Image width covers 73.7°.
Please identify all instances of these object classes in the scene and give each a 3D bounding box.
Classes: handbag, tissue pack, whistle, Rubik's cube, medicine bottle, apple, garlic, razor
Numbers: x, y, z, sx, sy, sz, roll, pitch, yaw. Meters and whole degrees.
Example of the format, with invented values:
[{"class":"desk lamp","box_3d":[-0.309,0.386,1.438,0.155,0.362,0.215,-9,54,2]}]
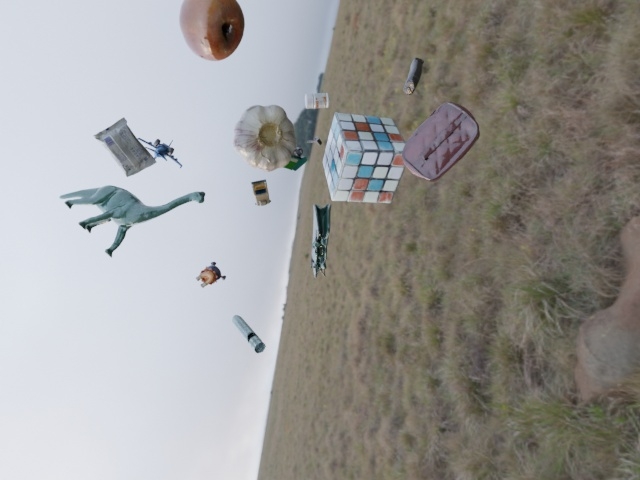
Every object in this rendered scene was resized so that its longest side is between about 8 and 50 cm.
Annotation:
[{"class":"handbag","box_3d":[0.343,-0.275,1.220,0.225,0.146,0.135,-47,-10,18]},{"class":"tissue pack","box_3d":[-0.700,-0.329,1.540,0.026,0.123,0.193,38,161,49]},{"class":"handbag","box_3d":[-0.001,-0.001,2.107,0.238,0.090,0.326,-91,5,-46]},{"class":"whistle","box_3d":[-0.370,0.468,2.160,0.312,0.062,0.062,29,113,53]},{"class":"Rubik's cube","box_3d":[0.167,-0.320,1.675,0.258,0.254,0.256,107,159,-44]},{"class":"medicine bottle","box_3d":[-0.013,-0.542,1.658,0.057,0.089,0.057,175,90,-82]},{"class":"apple","box_3d":[-0.415,-0.814,1.606,0.253,0.254,0.253,-170,90,-87]},{"class":"garlic","box_3d":[-0.213,-0.378,1.610,0.253,0.245,0.244,-169,88,-73]},{"class":"razor","box_3d":[0.397,-0.698,1.813,0.090,0.054,0.147,115,175,-67]}]

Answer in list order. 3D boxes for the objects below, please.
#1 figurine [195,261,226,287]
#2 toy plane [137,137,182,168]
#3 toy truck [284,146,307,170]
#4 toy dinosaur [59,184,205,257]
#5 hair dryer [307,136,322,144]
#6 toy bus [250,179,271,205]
[{"class":"figurine","box_3d":[-0.541,0.178,2.113,0.111,0.102,0.195,60,176,-7]},{"class":"toy plane","box_3d":[-0.834,-0.475,2.260,0.105,0.254,0.271,-53,15,17]},{"class":"toy truck","box_3d":[-0.180,-0.407,1.957,0.114,0.254,0.124,46,117,45]},{"class":"toy dinosaur","box_3d":[-0.582,-0.134,1.319,0.331,0.383,0.129,-39,-31,-21]},{"class":"hair dryer","box_3d":[-0.037,-0.547,2.366,0.047,0.083,0.026,44,-128,-53]},{"class":"toy bus","box_3d":[-0.331,-0.262,2.390,0.182,0.092,0.103,104,152,-75]}]
